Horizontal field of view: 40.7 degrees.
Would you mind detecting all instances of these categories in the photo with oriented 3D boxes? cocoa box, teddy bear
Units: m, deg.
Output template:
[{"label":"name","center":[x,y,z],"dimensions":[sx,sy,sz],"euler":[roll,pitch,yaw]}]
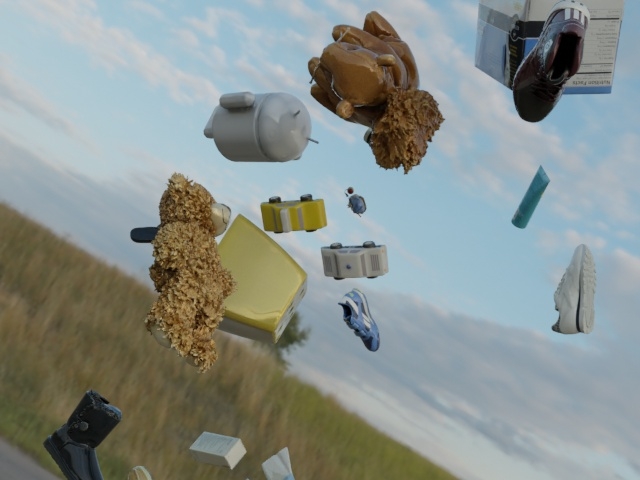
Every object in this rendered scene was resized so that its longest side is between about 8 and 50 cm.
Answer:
[{"label":"cocoa box","center":[0.525,-0.487,2.032],"dimensions":[0.232,0.227,0.347],"euler":[-3,23,-7]},{"label":"teddy bear","center":[-0.206,0.051,1.434],"dimensions":[0.113,0.338,0.245],"euler":[-15,-48,21]}]

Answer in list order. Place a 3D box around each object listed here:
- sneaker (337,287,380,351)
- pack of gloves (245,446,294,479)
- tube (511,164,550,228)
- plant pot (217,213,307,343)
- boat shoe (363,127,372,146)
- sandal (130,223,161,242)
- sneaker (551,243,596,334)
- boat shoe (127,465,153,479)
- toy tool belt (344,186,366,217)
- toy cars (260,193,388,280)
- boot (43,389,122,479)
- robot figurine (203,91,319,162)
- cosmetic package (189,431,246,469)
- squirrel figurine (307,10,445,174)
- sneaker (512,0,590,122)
[{"label":"sneaker","center":[0.081,0.177,1.853],"dimensions":[0.053,0.059,0.144],"euler":[-19,-85,58]},{"label":"pack of gloves","center":[-0.128,0.632,2.054],"dimensions":[0.046,0.195,0.232],"euler":[48,9,-27]},{"label":"tube","center":[0.654,-0.130,2.670],"dimensions":[0.052,0.207,0.080],"euler":[0,43,-21]},{"label":"plant pot","center":[-0.141,0.104,1.829],"dimensions":[0.187,0.212,0.212],"euler":[29,-16,7]},{"label":"boat shoe","center":[0.229,-0.308,2.503],"dimensions":[0.068,0.228,0.081],"euler":[46,-40,31]},{"label":"sandal","center":[-0.370,-0.021,2.094],"dimensions":[0.179,0.040,0.067],"euler":[-1,36,-23]},{"label":"sneaker","center":[0.625,0.118,2.135],"dimensions":[0.095,0.235,0.090],"euler":[-6,-28,41]},{"label":"boat shoe","center":[-0.361,0.541,1.708],"dimensions":[0.072,0.068,0.190],"euler":[4,53,-39]},{"label":"toy tool belt","center":[0.099,-0.109,2.462],"dimensions":[0.083,0.052,0.051],"euler":[62,17,-20]},{"label":"toy cars","center":[0.000,0.000,2.319],"dimensions":[0.394,0.176,0.087],"euler":[36,26,4]},{"label":"boot","center":[-0.617,0.555,2.352],"dimensions":[0.246,0.207,0.094],"euler":[42,0,23]},{"label":"robot figurine","center":[-0.172,-0.326,2.496],"dimensions":[0.354,0.199,0.300],"euler":[5,-25,36]},{"label":"cosmetic package","center":[-0.228,0.465,1.909],"dimensions":[0.115,0.060,0.041],"euler":[1,-56,40]},{"label":"squirrel figurine","center":[0.150,-0.368,2.138],"dimensions":[0.397,0.281,0.370],"euler":[46,10,-1]},{"label":"sneaker","center":[0.453,-0.327,1.727],"dimensions":[0.107,0.162,0.281],"euler":[14,-48,4]}]
